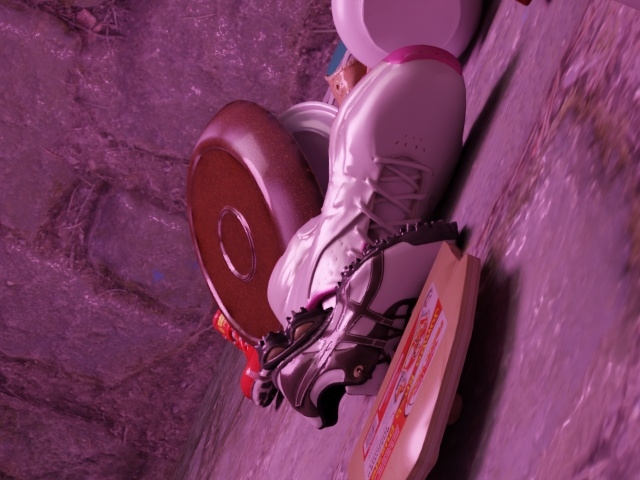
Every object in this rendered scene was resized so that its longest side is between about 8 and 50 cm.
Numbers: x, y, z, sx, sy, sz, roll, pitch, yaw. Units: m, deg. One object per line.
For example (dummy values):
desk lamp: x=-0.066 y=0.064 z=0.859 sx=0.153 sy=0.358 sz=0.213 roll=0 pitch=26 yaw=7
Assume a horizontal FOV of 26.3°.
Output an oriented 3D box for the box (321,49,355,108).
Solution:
box: x=0.016 y=-0.085 z=1.793 sx=0.169 sy=0.087 sz=0.290 roll=121 pitch=168 yaw=-65

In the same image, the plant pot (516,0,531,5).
plant pot: x=0.116 y=-0.378 z=1.061 sx=0.236 sy=0.267 sz=0.267 roll=-54 pitch=10 yaw=21

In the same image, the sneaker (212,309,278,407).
sneaker: x=-0.095 y=0.136 z=1.892 sx=0.279 sy=0.118 sz=0.107 roll=-81 pitch=13 yaw=-69

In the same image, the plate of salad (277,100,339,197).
plate of salad: x=0.003 y=-0.053 z=1.496 sx=0.048 sy=0.200 sz=0.200 roll=-12 pitch=-44 yaw=-43

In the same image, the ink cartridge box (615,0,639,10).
ink cartridge box: x=0.046 y=-0.193 z=0.678 sx=0.261 sy=0.296 sz=0.066 roll=155 pitch=135 yaw=-84

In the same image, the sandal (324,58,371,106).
sandal: x=0.046 y=-0.209 z=1.695 sx=0.088 sy=0.079 sz=0.240 roll=-17 pitch=-63 yaw=-65

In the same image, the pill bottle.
pill bottle: x=0.084 y=-0.244 z=1.361 sx=0.264 sy=0.146 sz=0.146 roll=-86 pitch=17 yaw=-75

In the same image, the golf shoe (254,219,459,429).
golf shoe: x=0.044 y=0.064 z=1.025 sx=0.198 sy=0.094 sz=0.077 roll=-44 pitch=-26 yaw=29

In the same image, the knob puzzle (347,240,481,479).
knob puzzle: x=0.063 y=0.100 z=0.817 sx=0.213 sy=0.030 sz=0.213 roll=-158 pitch=90 yaw=-85

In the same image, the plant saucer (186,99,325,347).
plant saucer: x=-0.076 y=-0.001 z=1.527 sx=0.310 sy=0.050 sz=0.310 roll=39 pitch=137 yaw=49

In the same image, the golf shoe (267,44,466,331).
golf shoe: x=0.049 y=-0.010 z=1.119 sx=0.140 sy=0.115 sz=0.306 roll=-102 pitch=28 yaw=-53

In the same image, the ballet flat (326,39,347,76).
ballet flat: x=0.097 y=-0.308 z=1.868 sx=0.248 sy=0.086 sz=0.086 roll=-62 pitch=7 yaw=17
